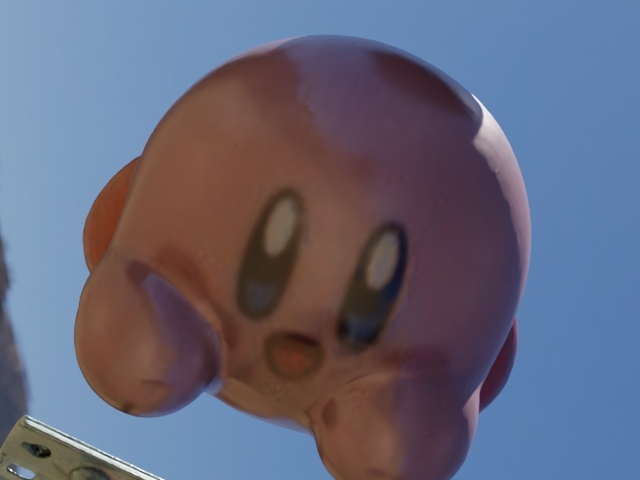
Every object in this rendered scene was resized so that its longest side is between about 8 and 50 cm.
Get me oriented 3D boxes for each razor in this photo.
[{"bbox_3d":[-0.156,0.212,0.949,0.068,0.106,0.232,-51,-164,46],"label":"razor"}]

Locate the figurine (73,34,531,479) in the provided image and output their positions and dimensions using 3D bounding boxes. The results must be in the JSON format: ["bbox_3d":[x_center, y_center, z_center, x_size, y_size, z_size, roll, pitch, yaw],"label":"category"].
[{"bbox_3d":[0.002,-0.006,0.947,0.261,0.269,0.211,-68,180,-79],"label":"figurine"}]
